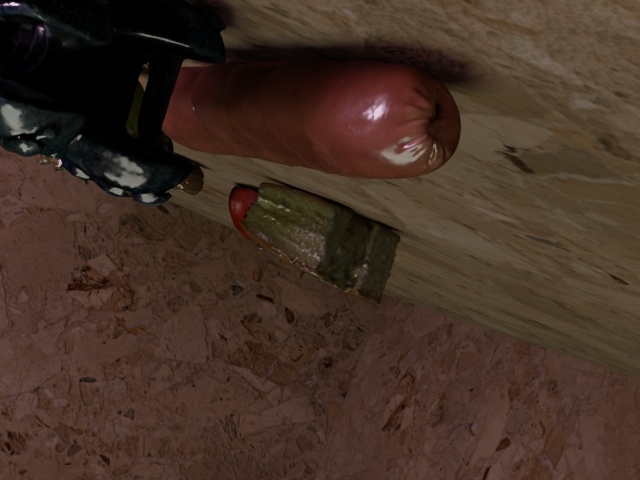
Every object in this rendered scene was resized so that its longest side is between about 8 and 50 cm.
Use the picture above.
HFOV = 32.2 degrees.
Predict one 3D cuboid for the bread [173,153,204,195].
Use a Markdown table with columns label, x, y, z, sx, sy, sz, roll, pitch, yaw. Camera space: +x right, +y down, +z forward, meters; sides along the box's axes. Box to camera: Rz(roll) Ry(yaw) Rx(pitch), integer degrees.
| label | x | y | z | sx | sy | sz | roll | pitch | yaw |
| --- | --- | --- | --- | --- | --- | --- | --- | --- | --- |
| bread | -0.262 | -0.123 | 1.990 | 0.113 | 0.060 | 0.082 | 20 | 177 | -2 |

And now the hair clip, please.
| label | x | y | z | sx | sy | sz | roll | pitch | yaw |
| --- | --- | --- | --- | --- | --- | --- | --- | --- | --- |
| hair clip | -0.229 | -0.143 | 0.798 | 0.310 | 0.194 | 0.206 | 18 | -173 | 25 |

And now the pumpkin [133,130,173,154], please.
| label | x | y | z | sx | sy | sz | roll | pitch | yaw |
| --- | --- | --- | --- | --- | --- | --- | --- | --- | --- |
| pumpkin | -0.263 | -0.137 | 1.447 | 0.183 | 0.108 | 0.119 | 29 | 171 | 12 |

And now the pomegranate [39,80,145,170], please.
| label | x | y | z | sx | sy | sz | roll | pitch | yaw |
| --- | --- | --- | --- | --- | --- | --- | --- | --- | --- |
| pomegranate | -0.251 | -0.135 | 1.175 | 0.114 | 0.142 | 0.114 | 29 | 155 | 15 |

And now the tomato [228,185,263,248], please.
| label | x | y | z | sx | sy | sz | roll | pitch | yaw |
| --- | --- | --- | --- | --- | --- | --- | --- | --- | --- |
| tomato | -0.076 | -0.023 | 2.072 | 0.228 | 0.101 | 0.228 | 19 | 178 | 1 |

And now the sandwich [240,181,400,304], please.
| label | x | y | z | sx | sy | sz | roll | pitch | yaw |
| --- | --- | --- | --- | --- | --- | --- | --- | --- | --- |
| sandwich | 0.000 | 0.000 | 1.762 | 0.235 | 0.122 | 0.128 | 24 | 178 | -24 |

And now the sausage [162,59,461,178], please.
| label | x | y | z | sx | sy | sz | roll | pitch | yaw |
| --- | --- | --- | --- | --- | --- | --- | --- | --- | --- |
| sausage | -0.030 | -0.098 | 0.856 | 0.088 | 0.088 | 0.433 | 24 | 176 | -32 |
